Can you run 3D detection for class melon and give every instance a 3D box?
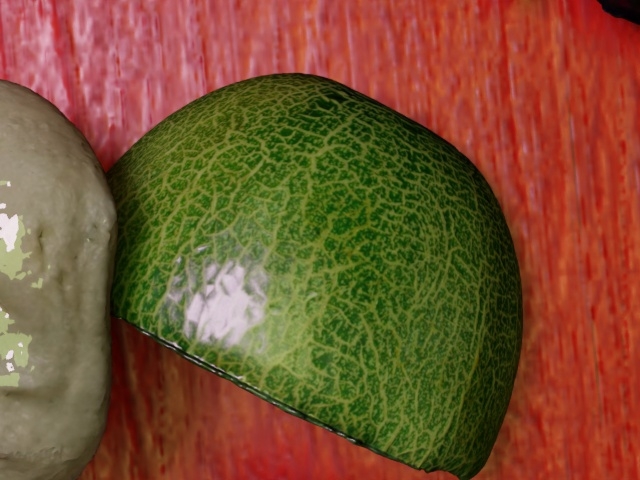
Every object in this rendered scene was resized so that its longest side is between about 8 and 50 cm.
[{"bbox_3d":[0.000,0.000,0.662,0.265,0.129,0.169,26,87,3],"label":"melon"}]

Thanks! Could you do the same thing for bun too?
[{"bbox_3d":[-0.188,0.026,0.635,0.221,0.108,0.221,2,92,46],"label":"bun"}]

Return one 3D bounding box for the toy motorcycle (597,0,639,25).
[{"bbox_3d":[0.145,-0.319,0.649,0.232,0.172,0.416,8,106,24],"label":"toy motorcycle"}]
